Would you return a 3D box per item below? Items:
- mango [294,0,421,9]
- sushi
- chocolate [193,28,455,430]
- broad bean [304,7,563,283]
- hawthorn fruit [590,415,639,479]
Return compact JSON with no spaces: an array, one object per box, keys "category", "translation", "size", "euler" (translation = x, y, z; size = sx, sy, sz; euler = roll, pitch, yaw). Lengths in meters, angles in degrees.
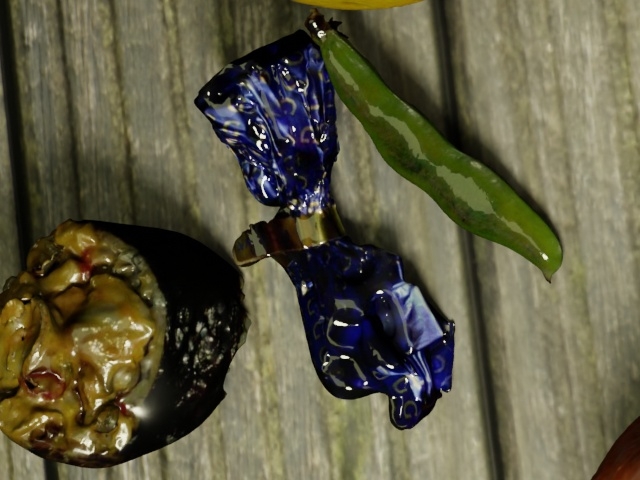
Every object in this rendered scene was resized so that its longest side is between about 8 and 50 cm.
[{"category":"mango","translation":[-0.005,-0.326,1.517],"size":[0.365,0.182,0.253],"euler":[30,103,18]},{"category":"sushi","translation":[-0.197,0.089,1.607],"size":[0.200,0.204,0.213],"euler":[4,86,37]},{"category":"chocolate","translation":[0.002,0.003,1.544],"size":[0.148,0.126,0.343],"euler":[-22,83,-7]},{"category":"broad bean","translation":[0.085,-0.072,1.500],"size":[0.297,0.043,0.060],"euler":[44,123,9]},{"category":"hawthorn fruit","translation":[0.279,0.235,1.273],"size":[0.263,0.235,0.231],"euler":[-61,32,0]}]
